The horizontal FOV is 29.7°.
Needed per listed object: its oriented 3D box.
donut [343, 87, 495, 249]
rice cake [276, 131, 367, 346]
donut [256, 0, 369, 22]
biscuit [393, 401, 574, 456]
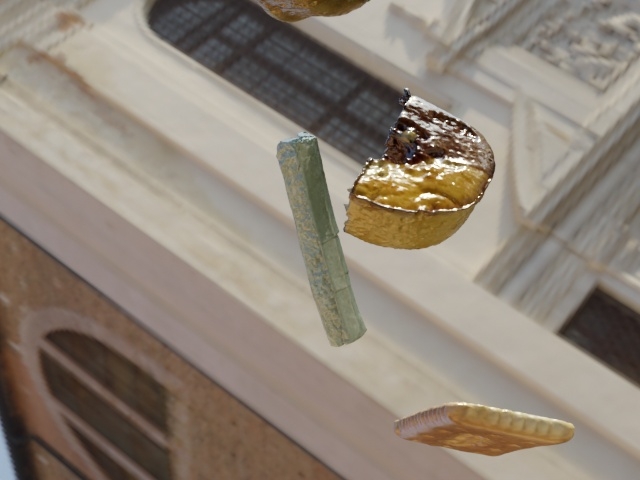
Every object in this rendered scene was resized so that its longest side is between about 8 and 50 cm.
[{"bbox_3d":[0.106,-0.059,1.304,0.217,0.141,0.085,-52,-16,-48],"label":"donut"},{"bbox_3d":[0.000,0.000,1.358,0.045,0.042,0.245,-24,-76,-50],"label":"rice cake"},{"bbox_3d":[-0.018,-0.379,1.459,0.261,0.128,0.208,39,-108,-48],"label":"donut"},{"bbox_3d":[0.192,0.233,1.473,0.250,0.160,0.030,134,146,-71],"label":"biscuit"}]
